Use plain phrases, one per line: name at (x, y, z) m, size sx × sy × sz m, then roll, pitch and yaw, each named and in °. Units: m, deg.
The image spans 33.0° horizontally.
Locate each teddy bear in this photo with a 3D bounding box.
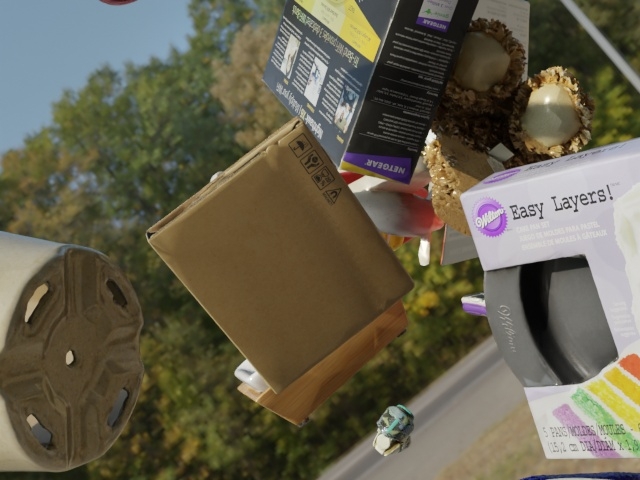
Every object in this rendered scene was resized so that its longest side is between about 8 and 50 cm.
teddy bear at (0.201, -0.113, 1.164) m, size 0.113 × 0.245 × 0.338 m, roll -52°, pitch -29°, yaw -20°

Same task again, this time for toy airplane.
toy airplane at (0.000, 0.000, 1.607) m, size 0.384 × 0.272 × 0.386 m, roll -23°, pitch -8°, yaw 0°

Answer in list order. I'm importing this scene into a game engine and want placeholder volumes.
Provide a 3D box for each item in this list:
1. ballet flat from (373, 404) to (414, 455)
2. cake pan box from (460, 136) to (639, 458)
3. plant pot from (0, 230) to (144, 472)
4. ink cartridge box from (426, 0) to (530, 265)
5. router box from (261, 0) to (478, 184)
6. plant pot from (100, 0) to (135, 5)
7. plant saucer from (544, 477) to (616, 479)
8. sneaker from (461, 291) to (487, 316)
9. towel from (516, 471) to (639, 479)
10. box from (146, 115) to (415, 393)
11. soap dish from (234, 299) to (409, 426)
ballet flat at (0.113, 0.317, 1.762) m, size 0.070 × 0.070 × 0.188 m, roll -37°, pitch -21°, yaw -13°
cake pan box at (0.253, 0.046, 0.835) m, size 0.267 × 0.245 × 0.070 m, roll -11°, pitch 9°, yaw 45°
plant pot at (-0.365, 0.112, 1.128) m, size 0.305 × 0.334 × 0.334 m, roll 1°, pitch 13°, yaw 27°
ink cartridge box at (0.211, -0.171, 1.579) m, size 0.091 × 0.385 × 0.308 m, roll 6°, pitch 8°, yaw 29°
router box at (0.045, -0.227, 1.108) m, size 0.309 × 0.081 × 0.243 m, roll -124°, pitch 50°, yaw -60°
plant pot at (-0.327, -0.475, 1.584) m, size 0.201 × 0.180 × 0.201 m, roll -43°, pitch -23°, yaw -23°
plant saucer at (0.360, 0.299, 0.886) m, size 0.400 × 0.400 × 0.100 m, roll 121°, pitch 166°, yaw -71°
sneaker at (0.258, 0.118, 1.420) m, size 0.068 × 0.170 × 0.071 m, roll -6°, pitch -62°, yaw -60°
towel at (0.299, 0.380, 1.536) m, size 0.228 × 0.076 × 0.308 m, roll -2°, pitch -20°, yaw -31°
box at (-0.030, 0.018, 0.938) m, size 0.164 × 0.201 × 0.021 m, roll -38°, pitch 30°, yaw -3°
soap dish at (0.003, 0.175, 1.768) m, size 0.291 × 0.118 × 0.229 m, roll -41°, pitch 5°, yaw -11°
